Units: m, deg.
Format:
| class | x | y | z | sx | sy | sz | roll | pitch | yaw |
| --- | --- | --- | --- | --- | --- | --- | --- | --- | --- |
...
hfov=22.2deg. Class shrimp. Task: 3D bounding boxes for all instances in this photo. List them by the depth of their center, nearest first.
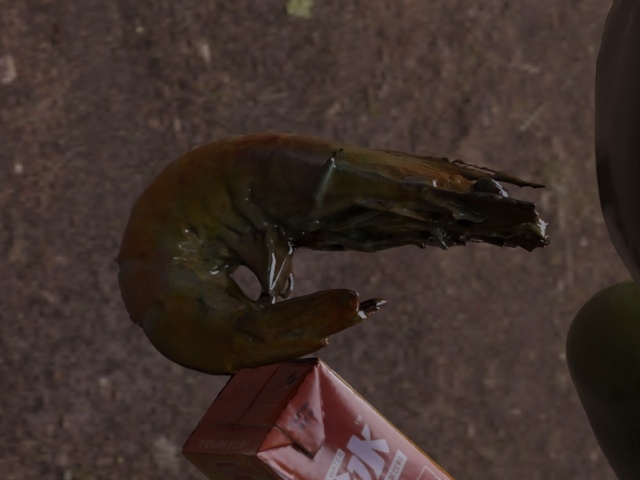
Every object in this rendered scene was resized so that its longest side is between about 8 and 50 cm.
| class | x | y | z | sx | sy | sz | roll | pitch | yaw |
| --- | --- | --- | --- | --- | --- | --- | --- | --- | --- |
| shrimp | 0.000 | 0.000 | 0.885 | 0.068 | 0.248 | 0.150 | 49 | 38 | -55 |

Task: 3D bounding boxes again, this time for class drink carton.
| class | x | y | z | sx | sy | sz | roll | pitch | yaw |
| --- | --- | --- | --- | --- | --- | --- | --- | --- | --- |
| drink carton | 0.035 | 0.160 | 0.919 | 0.223 | 0.096 | 0.071 | 43 | 66 | -20 |

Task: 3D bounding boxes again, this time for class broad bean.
| class | x | y | z | sx | sy | sz | roll | pitch | yaw |
| --- | --- | --- | --- | --- | --- | --- | --- | --- | --- |
| broad bean | 0.278 | 0.136 | 1.171 | 0.121 | 0.189 | 0.263 | -35 | 102 | -36 |

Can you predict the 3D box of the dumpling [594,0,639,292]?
| class | x | y | z | sx | sy | sz | roll | pitch | yaw |
| --- | --- | --- | --- | --- | --- | --- | --- | --- | --- |
| dumpling | 0.176 | 0.002 | 0.590 | 0.163 | 0.204 | 0.293 | -40 | 98 | -28 |
